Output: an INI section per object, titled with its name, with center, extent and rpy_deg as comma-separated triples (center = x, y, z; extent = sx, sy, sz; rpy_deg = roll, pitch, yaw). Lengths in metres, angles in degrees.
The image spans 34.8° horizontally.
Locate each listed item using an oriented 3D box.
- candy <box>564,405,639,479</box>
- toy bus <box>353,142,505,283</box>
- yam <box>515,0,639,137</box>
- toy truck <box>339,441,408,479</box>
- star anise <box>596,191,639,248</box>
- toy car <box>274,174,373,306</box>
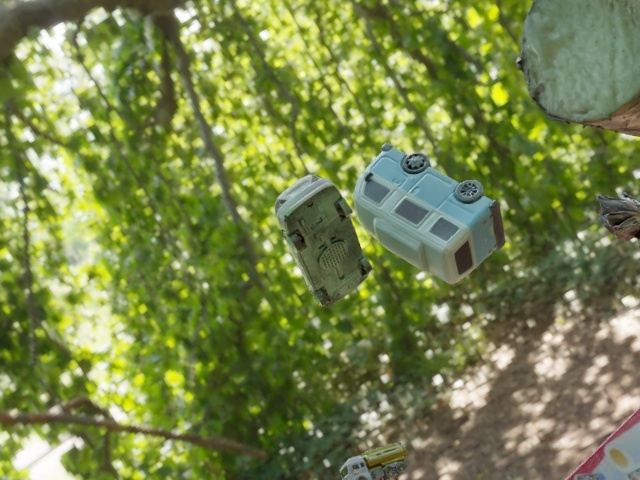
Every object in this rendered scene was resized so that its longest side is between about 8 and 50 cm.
[candy]
center = 0.424, 0.342, 1.426
extent = 0.306, 0.100, 0.157
rpy_deg = -38, -33, -22
[toy bus]
center = 0.180, -0.046, 1.839
extent = 0.165, 0.271, 0.133
rpy_deg = -44, -37, -19
[yam]
center = 0.403, -0.223, 1.272
extent = 0.300, 0.195, 0.195
rpy_deg = 0, -22, -43
[toy truck]
center = 0.093, 0.389, 1.748
extent = 0.123, 0.063, 0.052
rpy_deg = -11, -27, -25
[star anise]
center = 0.631, -0.024, 1.989
extent = 0.195, 0.182, 0.065
rpy_deg = -90, 17, -55
[toy car]
center = 0.000, 0.000, 1.363
extent = 0.090, 0.076, 0.224
rpy_deg = -37, -36, -11
